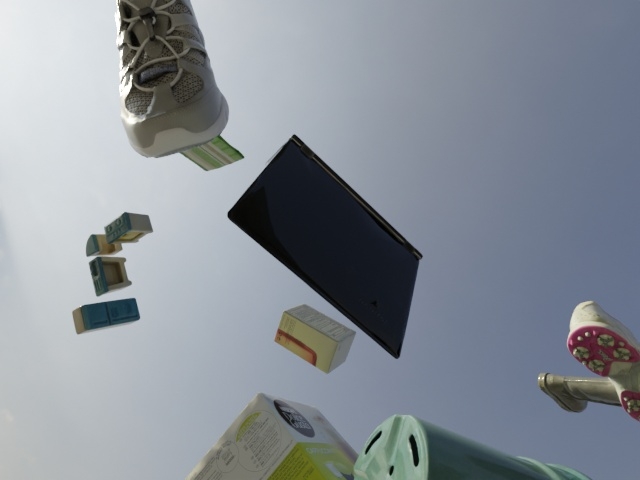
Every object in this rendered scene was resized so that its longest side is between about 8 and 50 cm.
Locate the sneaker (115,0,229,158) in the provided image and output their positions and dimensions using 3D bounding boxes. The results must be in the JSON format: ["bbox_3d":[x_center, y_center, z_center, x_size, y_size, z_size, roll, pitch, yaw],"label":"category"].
[{"bbox_3d":[-0.168,-0.192,0.403,0.105,0.281,0.115,-20,-36,-5],"label":"sneaker"}]

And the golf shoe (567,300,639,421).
[{"bbox_3d":[0.617,0.244,0.801,0.306,0.140,0.115,46,-53,-6],"label":"golf shoe"}]

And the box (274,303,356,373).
[{"bbox_3d":[-0.019,0.336,1.409,0.232,0.149,0.126,25,-76,26],"label":"box"}]

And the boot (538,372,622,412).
[{"bbox_3d":[0.679,0.379,0.988,0.190,0.076,0.208,28,-30,-20],"label":"boot"}]

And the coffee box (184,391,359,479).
[{"bbox_3d":[-0.090,0.649,1.030,0.338,0.337,0.334,-50,-128,-5],"label":"coffee box"}]

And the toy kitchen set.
[{"bbox_3d":[-0.430,0.066,0.843,0.166,0.122,0.207,-25,-101,29],"label":"toy kitchen set"}]

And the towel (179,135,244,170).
[{"bbox_3d":[-0.299,-0.241,1.107,0.152,0.023,0.113,-10,-29,31],"label":"towel"}]

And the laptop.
[{"bbox_3d":[0.000,0.000,0.859,0.382,0.408,0.236,42,-104,-14],"label":"laptop"}]

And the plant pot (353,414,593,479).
[{"bbox_3d":[0.233,0.470,0.643,0.334,0.341,0.341,29,-60,-7],"label":"plant pot"}]
